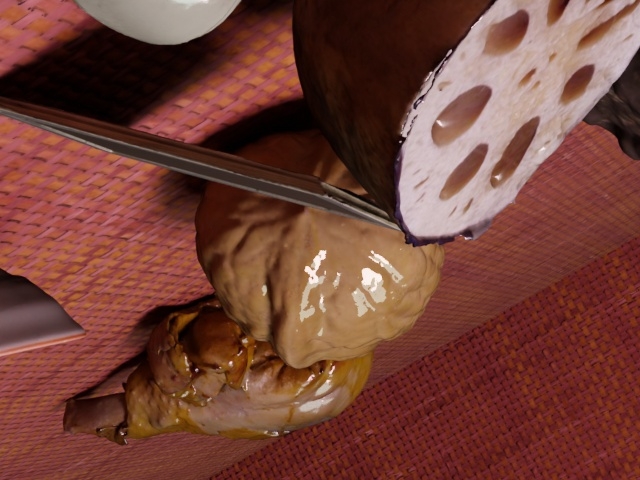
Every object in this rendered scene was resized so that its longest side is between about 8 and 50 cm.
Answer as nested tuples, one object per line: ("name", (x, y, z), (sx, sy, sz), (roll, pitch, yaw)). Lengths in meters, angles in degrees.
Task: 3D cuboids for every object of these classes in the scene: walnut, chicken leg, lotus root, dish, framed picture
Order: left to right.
("dish", (-0.310, 0.059, 1.066), (0.260, 0.085, 0.260), (-13, 180, 0))
("chicken leg", (-0.153, 0.156, 1.733), (0.409, 0.182, 0.295), (-15, 162, 21))
("framed picture", (-0.079, -0.052, 0.966), (0.252, 0.014, 0.197), (15, 179, 18))
("walnut", (0.000, 0.000, 1.257), (0.225, 0.225, 0.261), (-27, 167, -3))
("lotus root", (0.088, -0.145, 0.932), (0.272, 0.192, 0.272), (-30, 150, -19))

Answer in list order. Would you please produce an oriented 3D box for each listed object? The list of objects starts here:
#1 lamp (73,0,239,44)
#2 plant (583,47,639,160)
("lamp", (-0.107, -0.157, 0.701), (0.106, 0.106, 0.193), (-35, 156, 28))
("plant", (0.300, -0.203, 1.130), (0.276, 0.188, 0.199), (-47, 160, -1))
